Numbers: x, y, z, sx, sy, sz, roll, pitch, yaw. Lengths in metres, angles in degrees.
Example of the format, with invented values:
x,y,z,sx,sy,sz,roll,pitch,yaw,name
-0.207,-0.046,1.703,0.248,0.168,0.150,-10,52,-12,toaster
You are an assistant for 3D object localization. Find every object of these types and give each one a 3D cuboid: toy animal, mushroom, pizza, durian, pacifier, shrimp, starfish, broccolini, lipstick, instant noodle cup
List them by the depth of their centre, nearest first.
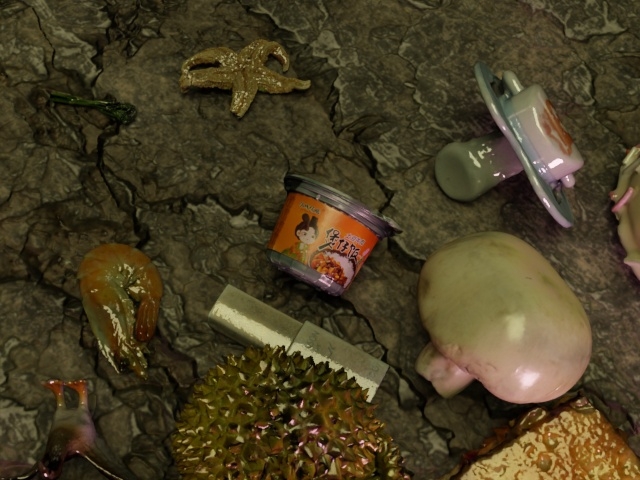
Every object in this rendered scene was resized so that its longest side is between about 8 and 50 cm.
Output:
x,y,z,sx,sy,sz,roll,pitch,yaw,name
-0.033,0.264,1.049,0.293,0.258,0.258,44,69,-17,durian
-0.332,0.253,1.073,0.272,0.197,0.160,-3,65,0,toy animal
0.306,0.339,1.111,0.409,0.114,0.277,2,69,-4,pizza
0.228,0.124,1.157,0.254,0.234,0.260,37,25,-5,mushroom
-0.034,0.150,1.184,0.253,0.077,0.079,27,67,7,lipstick
-0.273,0.096,1.208,0.115,0.051,0.217,-17,67,-12,shrimp
0.000,0.000,1.209,0.177,0.208,0.125,33,81,-33,instant noodle cup
0.272,-0.126,1.290,0.207,0.227,0.279,-30,91,19,pacifier
-0.357,-0.209,1.343,0.140,0.030,0.035,9,103,5,broccolini
-0.119,-0.266,1.364,0.210,0.053,0.150,12,72,-1,starfish

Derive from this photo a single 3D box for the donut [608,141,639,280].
x,y,z,sx,sy,sz,roll,pitch,yaw,name
0.632,-0.044,1.274,0.382,0.142,0.382,1,67,-3,donut
